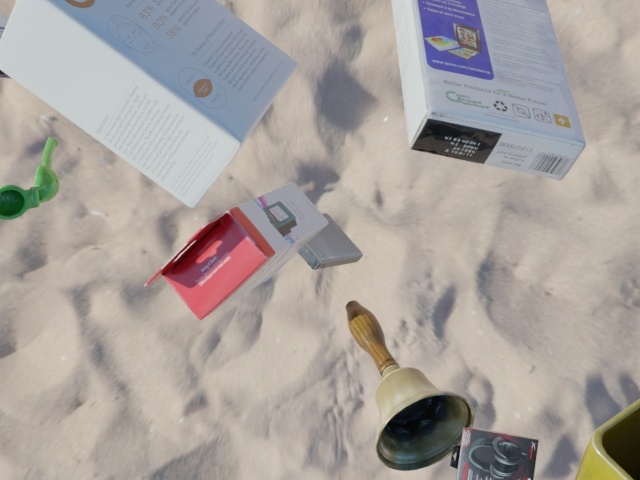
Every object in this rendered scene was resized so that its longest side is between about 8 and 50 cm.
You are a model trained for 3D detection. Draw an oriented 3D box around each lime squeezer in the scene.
[{"bbox_3d":[-0.463,-0.081,1.559,0.110,0.310,0.059,31,130,12],"label":"lime squeezer"}]

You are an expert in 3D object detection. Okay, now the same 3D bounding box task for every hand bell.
[{"bbox_3d":[0.084,0.156,1.306,0.126,0.242,0.126,-12,129,-15],"label":"hand bell"}]

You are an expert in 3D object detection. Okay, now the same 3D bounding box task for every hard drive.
[{"bbox_3d":[0.000,0.000,1.583,0.094,0.135,0.022,49,114,17],"label":"hard drive"}]

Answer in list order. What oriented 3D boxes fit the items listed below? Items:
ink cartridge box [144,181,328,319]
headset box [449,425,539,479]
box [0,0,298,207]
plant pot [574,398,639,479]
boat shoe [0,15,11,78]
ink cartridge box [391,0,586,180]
[{"bbox_3d":[-0.100,0.015,1.297,0.134,0.231,0.078,-43,84,28],"label":"ink cartridge box"},{"bbox_3d":[0.171,0.220,1.037,0.083,0.032,0.062,8,84,13],"label":"headset box"},{"bbox_3d":[-0.242,-0.249,1.470,0.345,0.168,0.215,37,46,-8],"label":"box"},{"bbox_3d":[0.291,0.218,0.722,0.212,0.187,0.212,-24,56,-34],"label":"plant pot"},{"bbox_3d":[-0.495,-0.269,1.496,0.096,0.267,0.088,-23,80,32],"label":"boat shoe"},{"bbox_3d":[0.173,-0.232,1.167,0.175,0.069,0.371,10,50,-14],"label":"ink cartridge box"}]
